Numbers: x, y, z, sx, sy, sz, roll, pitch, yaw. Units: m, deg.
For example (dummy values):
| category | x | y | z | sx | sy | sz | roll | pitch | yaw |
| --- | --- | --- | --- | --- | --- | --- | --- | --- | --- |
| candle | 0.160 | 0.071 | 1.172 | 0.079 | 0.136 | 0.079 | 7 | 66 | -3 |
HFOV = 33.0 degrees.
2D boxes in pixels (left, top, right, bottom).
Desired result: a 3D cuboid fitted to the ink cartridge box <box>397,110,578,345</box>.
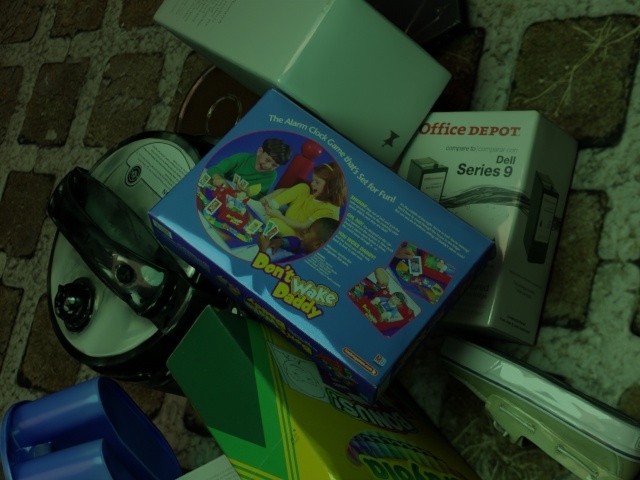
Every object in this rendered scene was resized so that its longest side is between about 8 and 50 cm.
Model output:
| category | x | y | z | sx | sy | sz | roll | pitch | yaw |
| --- | --- | --- | --- | --- | --- | --- | --- | --- | --- |
| ink cartridge box | 0.201 | -0.023 | 1.450 | 0.211 | 0.122 | 0.289 | 5 | 77 | 42 |

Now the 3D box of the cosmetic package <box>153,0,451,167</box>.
| category | x | y | z | sx | sy | sz | roll | pitch | yaw |
| --- | --- | --- | --- | --- | --- | --- | --- | --- | --- |
| cosmetic package | -0.043 | -0.286 | 1.581 | 0.161 | 0.230 | 0.453 | -56 | 37 | 2 |

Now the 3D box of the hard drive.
| category | x | y | z | sx | sy | sz | roll | pitch | yaw |
| --- | --- | --- | --- | --- | --- | --- | --- | --- | --- |
| hard drive | 0.116 | -0.349 | 1.696 | 0.255 | 0.054 | 0.172 | -20 | 62 | 36 |

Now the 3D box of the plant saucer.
| category | x | y | z | sx | sy | sz | roll | pitch | yaw |
| --- | --- | --- | --- | --- | --- | --- | --- | --- | --- |
| plant saucer | -0.157 | -0.207 | 1.886 | 0.311 | 0.050 | 0.310 | -15 | 65 | 37 |

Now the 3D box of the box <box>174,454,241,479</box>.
| category | x | y | z | sx | sy | sz | roll | pitch | yaw |
| --- | --- | --- | --- | --- | --- | --- | --- | --- | --- |
| box | -0.063 | 0.474 | 1.426 | 0.168 | 0.215 | 0.345 | -32 | 56 | 28 |

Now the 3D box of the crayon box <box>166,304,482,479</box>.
| category | x | y | z | sx | sy | sz | roll | pitch | yaw |
| --- | --- | --- | --- | --- | --- | --- | --- | --- | --- |
| crayon box | 0.030 | 0.248 | 1.329 | 0.106 | 0.363 | 0.313 | -54 | 48 | 11 |

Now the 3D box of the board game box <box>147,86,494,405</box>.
| category | x | y | z | sx | sy | sz | roll | pitch | yaw |
| --- | --- | --- | --- | --- | --- | --- | --- | --- | --- |
| board game box | 0.000 | 0.000 | 1.315 | 0.347 | 0.078 | 0.233 | 37 | 70 | 16 |

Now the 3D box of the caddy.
| category | x | y | z | sx | sy | sz | roll | pitch | yaw |
| --- | --- | --- | --- | --- | --- | --- | --- | --- | --- |
| caddy | -0.320 | 0.352 | 1.515 | 0.179 | 0.341 | 0.241 | -24 | 42 | 7 |

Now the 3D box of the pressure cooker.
| category | x | y | z | sx | sy | sz | roll | pitch | yaw |
| --- | --- | --- | --- | --- | --- | --- | --- | --- | --- |
| pressure cooker | -0.187 | 0.046 | 1.558 | 0.370 | 0.420 | 0.375 | -16 | 63 | 37 |

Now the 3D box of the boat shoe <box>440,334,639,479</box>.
| category | x | y | z | sx | sy | sz | roll | pitch | yaw |
| --- | --- | --- | --- | --- | --- | --- | --- | --- | --- |
| boat shoe | 0.258 | 0.208 | 1.325 | 0.302 | 0.109 | 0.094 | 27 | 94 | 41 |
